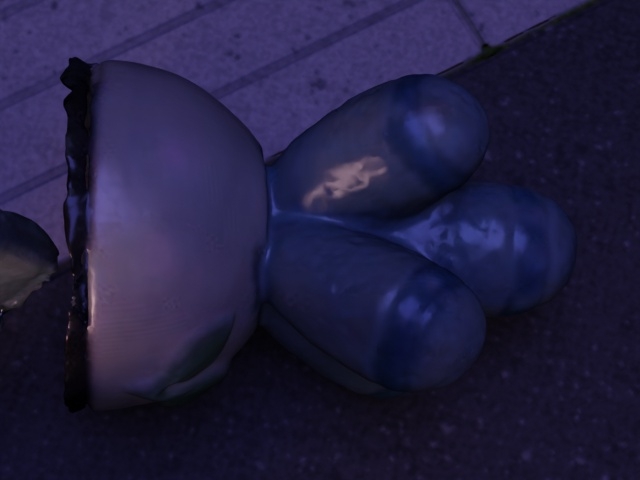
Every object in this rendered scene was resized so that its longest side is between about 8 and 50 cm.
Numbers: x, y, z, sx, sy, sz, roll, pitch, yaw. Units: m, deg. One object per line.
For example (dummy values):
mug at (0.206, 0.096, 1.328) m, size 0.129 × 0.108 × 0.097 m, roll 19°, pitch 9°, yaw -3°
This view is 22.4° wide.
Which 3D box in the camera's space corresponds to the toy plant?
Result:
toy plant at (0.000, 0.000, 1.041) m, size 0.332 × 0.247 × 0.247 m, roll 2°, pitch 70°, yaw -6°

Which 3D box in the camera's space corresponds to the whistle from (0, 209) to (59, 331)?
whistle at (-0.309, 0.051, 0.985) m, size 0.348 × 0.189 × 0.189 m, roll -13°, pitch 66°, yaw 33°
